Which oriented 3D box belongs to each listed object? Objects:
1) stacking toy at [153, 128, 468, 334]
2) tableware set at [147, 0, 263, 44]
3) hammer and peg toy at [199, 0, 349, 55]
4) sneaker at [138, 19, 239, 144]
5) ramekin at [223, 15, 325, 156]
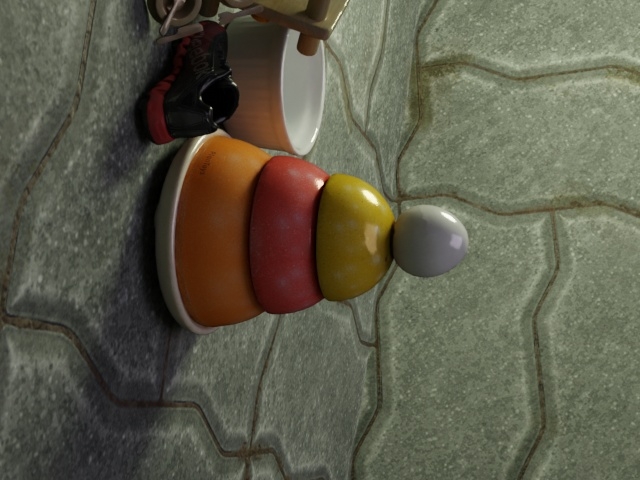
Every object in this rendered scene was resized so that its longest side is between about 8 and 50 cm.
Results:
[{"bbox_3d":[0.000,0.000,1.603,0.350,0.479,0.351,4,90,-74],"label":"stacking toy"},{"bbox_3d":[-0.169,-0.379,1.492,0.039,0.194,0.128,43,-31,48],"label":"tableware set"},{"bbox_3d":[-0.063,-0.483,1.712,0.361,0.266,0.127,-68,179,-48],"label":"hammer and peg toy"},{"bbox_3d":[-0.179,-0.252,1.543,0.276,0.135,0.098,-72,157,-43],"label":"sneaker"},{"bbox_3d":[-0.091,-0.300,1.835,0.277,0.135,0.277,5,90,-75],"label":"ramekin"}]
